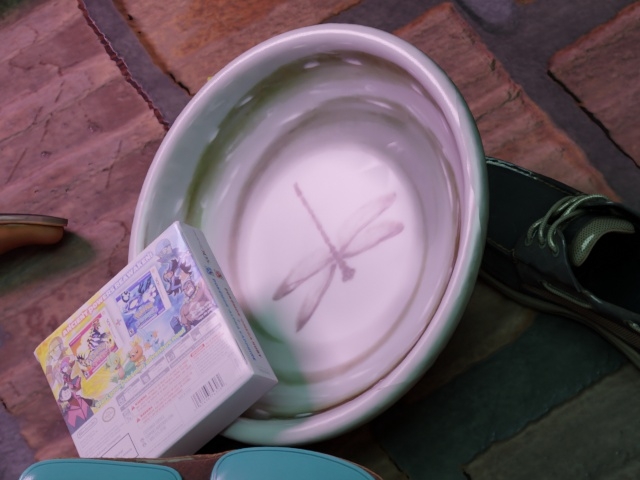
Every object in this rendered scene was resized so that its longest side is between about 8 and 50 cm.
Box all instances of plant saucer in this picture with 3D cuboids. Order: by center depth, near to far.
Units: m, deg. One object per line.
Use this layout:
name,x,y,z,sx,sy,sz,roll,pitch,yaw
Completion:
plant saucer,0.000,0.000,1.720,0.400,0.100,0.400,-11,70,32

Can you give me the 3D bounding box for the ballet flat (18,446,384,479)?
ballet flat,-0.100,0.252,1.618,0.342,0.124,0.116,-2,51,7

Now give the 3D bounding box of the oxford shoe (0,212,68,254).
oxford shoe,-0.356,0.011,1.854,0.212,0.076,0.076,-9,88,1

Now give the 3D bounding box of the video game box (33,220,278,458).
video game box,-0.157,0.116,1.706,0.205,0.048,0.187,-41,59,19

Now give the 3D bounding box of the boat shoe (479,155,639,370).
boat shoe,0.257,0.008,1.706,0.355,0.130,0.132,31,68,25

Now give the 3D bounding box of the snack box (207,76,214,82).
snack box,-0.042,-0.130,1.895,0.141,0.037,0.100,-9,59,4
